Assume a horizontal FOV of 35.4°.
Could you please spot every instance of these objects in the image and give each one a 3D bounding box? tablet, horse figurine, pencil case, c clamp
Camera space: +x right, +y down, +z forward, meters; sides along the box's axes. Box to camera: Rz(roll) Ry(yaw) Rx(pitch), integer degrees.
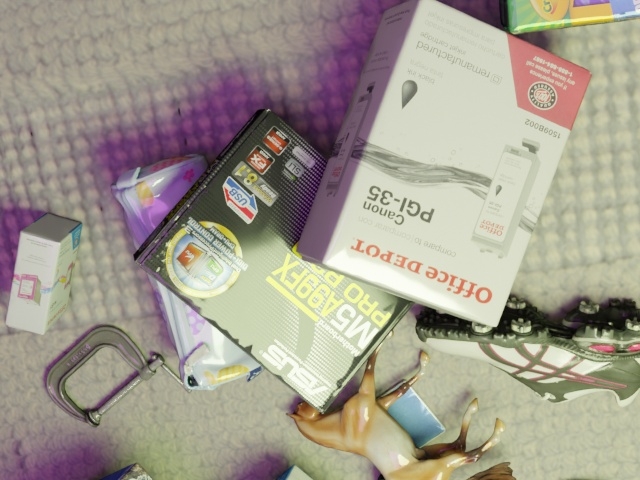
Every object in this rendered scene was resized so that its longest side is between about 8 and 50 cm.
[{"bbox_3d":[0.109,0.217,1.240,0.054,0.006,0.083,-37,97,16],"label":"tablet"},{"bbox_3d":[0.104,0.231,1.192,0.263,0.066,0.174,40,92,13],"label":"horse figurine"},{"bbox_3d":[-0.150,0.036,1.166,0.113,0.124,0.273,-4,107,51],"label":"pencil case"},{"bbox_3d":[-0.267,0.182,1.275,0.160,0.022,0.137,-35,98,15],"label":"c clamp"}]

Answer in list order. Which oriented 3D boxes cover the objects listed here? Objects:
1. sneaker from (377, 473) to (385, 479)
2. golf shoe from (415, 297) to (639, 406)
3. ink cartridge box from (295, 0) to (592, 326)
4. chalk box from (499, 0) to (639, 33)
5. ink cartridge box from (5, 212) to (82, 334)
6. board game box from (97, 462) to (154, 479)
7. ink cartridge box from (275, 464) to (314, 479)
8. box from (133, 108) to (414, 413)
[{"bbox_3d":[0.083,0.330,1.249,0.152,0.058,0.084,-32,96,18],"label":"sneaker"},{"bbox_3d":[0.242,0.132,1.150,0.272,0.105,0.120,4,113,7],"label":"golf shoe"},{"bbox_3d":[0.125,-0.076,1.036,0.207,0.117,0.283,20,89,-16],"label":"ink cartridge box"},{"bbox_3d":[0.254,-0.305,0.984,0.289,0.180,0.179,-4,105,8],"label":"chalk box"},{"bbox_3d":[-0.333,0.040,1.210,0.052,0.088,0.122,16,107,0],"label":"ink cartridge box"},{"bbox_3d":[-0.229,0.448,1.234,0.291,0.141,0.232,51,135,-7],"label":"board game box"},{"bbox_3d":[-0.056,0.395,1.254,0.134,0.078,0.231,40,128,-4],"label":"ink cartridge box"},{"bbox_3d":[-0.033,0.023,1.100,0.270,0.060,0.216,42,86,-14],"label":"box"}]
